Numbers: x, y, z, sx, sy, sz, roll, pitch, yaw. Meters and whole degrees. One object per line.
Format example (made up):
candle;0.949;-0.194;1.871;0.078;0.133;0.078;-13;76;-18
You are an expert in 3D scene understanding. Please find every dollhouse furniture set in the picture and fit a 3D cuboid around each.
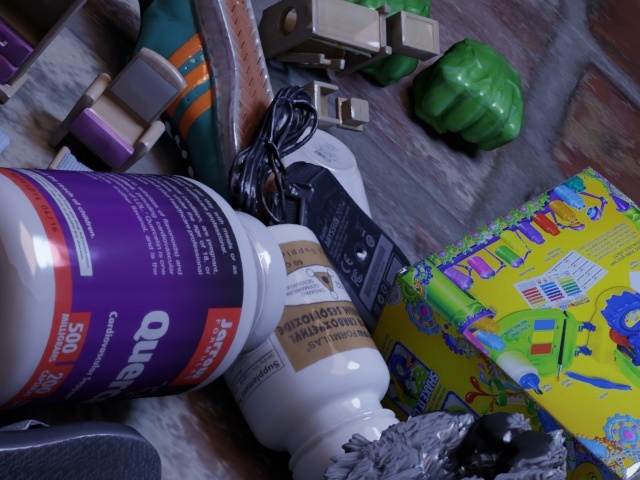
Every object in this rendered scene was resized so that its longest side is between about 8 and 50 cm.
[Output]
dollhouse furniture set;0.032;-0.174;2.051;0.182;0.101;0.161;11;70;-37
dollhouse furniture set;-0.262;-0.143;1.528;0.286;0.198;0.303;41;31;-9

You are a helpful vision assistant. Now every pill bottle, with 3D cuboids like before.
pill bottle;-0.175;0.036;1.445;0.323;0.181;0.181;0;54;-51
pill bottle;-0.015;0.111;1.607;0.131;0.131;0.229;1;54;-51

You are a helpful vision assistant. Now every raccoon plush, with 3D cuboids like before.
raccoon plush;0.061;0.330;1.469;0.216;0.446;0.299;-136;-151;-60

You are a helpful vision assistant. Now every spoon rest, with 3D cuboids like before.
spoon rest;0.038;-0.027;1.906;0.276;0.084;0.137;35;29;6

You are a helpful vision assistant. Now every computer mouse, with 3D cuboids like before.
computer mouse;0.000;0.000;1.779;0.272;0.072;0.188;52;36;-21

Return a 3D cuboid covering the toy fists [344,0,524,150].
toy fists;0.125;-0.212;2.197;0.279;0.096;0.142;40;23;-10

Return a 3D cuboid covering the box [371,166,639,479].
box;0.237;0.121;1.724;0.290;0.177;0.279;-27;59;-39

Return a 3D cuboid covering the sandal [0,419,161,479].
sandal;-0.217;0.165;1.342;0.254;0.097;0.054;11;19;-46

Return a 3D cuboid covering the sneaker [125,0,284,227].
sneaker;-0.119;-0.139;1.812;0.108;0.121;0.302;19;58;-63
